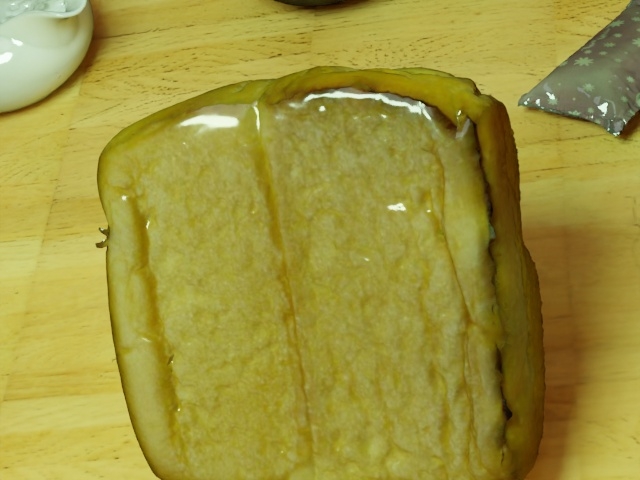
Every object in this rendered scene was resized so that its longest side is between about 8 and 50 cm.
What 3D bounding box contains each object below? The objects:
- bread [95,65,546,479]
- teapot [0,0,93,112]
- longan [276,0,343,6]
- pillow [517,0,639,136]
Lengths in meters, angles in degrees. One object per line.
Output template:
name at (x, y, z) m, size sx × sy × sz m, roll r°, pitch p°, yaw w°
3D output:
bread at (0.000, 0.034, 1.259) m, size 0.328 × 0.337 × 0.148 m, roll -6°, pitch 12°, yaw 18°
teapot at (-0.353, -0.228, 1.736) m, size 0.298 × 0.139 × 0.204 m, roll 11°, pitch 53°, yaw 25°
longan at (-0.011, -0.356, 1.700) m, size 0.248 × 0.248 × 0.248 m, roll -9°, pitch 45°, yaw 9°
pillow at (0.285, -0.167, 1.542) m, size 0.118 × 0.043 × 0.185 m, roll 28°, pitch 60°, yaw 37°
